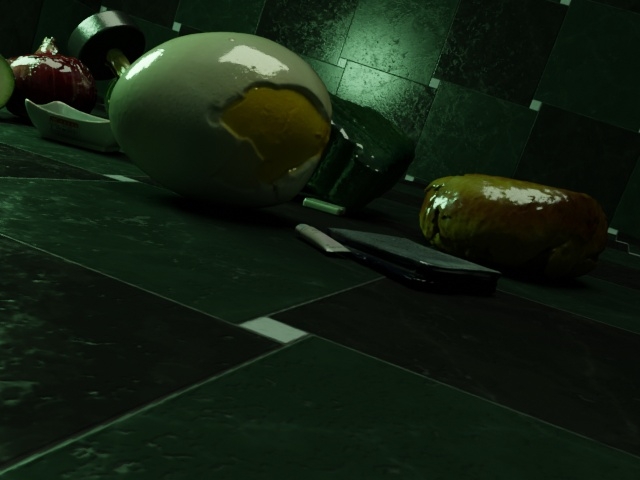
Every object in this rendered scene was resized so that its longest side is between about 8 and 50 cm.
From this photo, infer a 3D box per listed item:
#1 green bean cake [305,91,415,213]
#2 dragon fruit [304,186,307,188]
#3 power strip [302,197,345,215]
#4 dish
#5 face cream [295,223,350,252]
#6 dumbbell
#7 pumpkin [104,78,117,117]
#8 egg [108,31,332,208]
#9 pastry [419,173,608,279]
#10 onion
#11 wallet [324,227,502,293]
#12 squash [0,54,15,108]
[{"bbox_3d":[0.036,-0.218,1.541,0.300,0.169,0.308,41,29,8],"label":"green bean cake"},{"bbox_3d":[-0.067,-0.227,1.780,0.291,0.189,0.290,6,13,-1],"label":"dragon fruit"},{"bbox_3d":[0.008,-0.069,1.411,0.090,0.016,0.040,18,13,21],"label":"power strip"},{"bbox_3d":[-0.517,-0.245,1.504,0.213,0.077,0.151,15,11,3],"label":"dish"},{"bbox_3d":[0.000,0.000,0.984,0.038,0.020,0.115,2,17,-30],"label":"face cream"},{"bbox_3d":[-0.512,-0.438,1.852,0.322,0.204,0.204,53,23,16],"label":"dumbbell"},{"bbox_3d":[-0.508,-0.407,2.107,0.301,0.207,0.300,1,16,0],"label":"pumpkin"},{"bbox_3d":[-0.159,-0.193,1.106,0.345,0.282,0.283,10,10,-10],"label":"egg"},{"bbox_3d":[0.351,-0.030,1.277,0.356,0.163,0.356,9,6,-1],"label":"pastry"},{"bbox_3d":[-0.684,-0.399,1.741,0.252,0.219,0.252,8,-2,0],"label":"onion"},{"bbox_3d":[0.128,0.025,0.976,0.168,0.036,0.222,7,11,-37],"label":"wallet"},{"bbox_3d":[-0.806,-0.366,1.585,0.170,0.170,0.123,5,-1,-43],"label":"squash"}]
